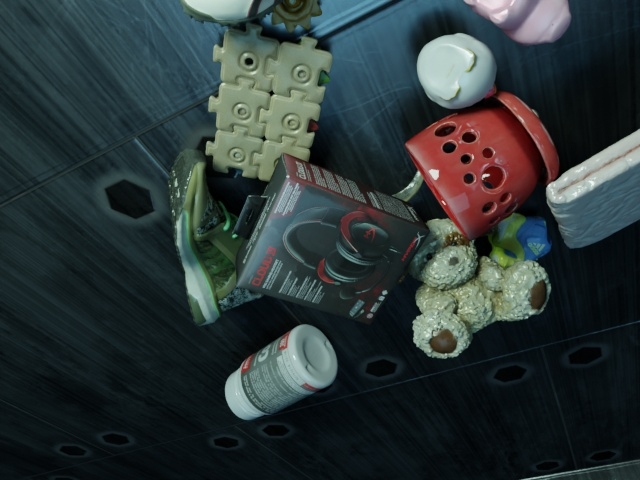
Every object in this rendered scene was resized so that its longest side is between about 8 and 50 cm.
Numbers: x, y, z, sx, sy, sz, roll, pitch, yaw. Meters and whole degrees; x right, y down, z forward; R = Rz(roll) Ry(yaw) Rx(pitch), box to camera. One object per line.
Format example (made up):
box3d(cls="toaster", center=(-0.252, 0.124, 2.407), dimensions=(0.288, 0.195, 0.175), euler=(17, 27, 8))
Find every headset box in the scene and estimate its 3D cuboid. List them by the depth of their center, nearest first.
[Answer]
box3d(cls="headset box", center=(0.000, 0.000, 0.786), dimensions=(0.293, 0.110, 0.218), euler=(20, 115, -20))

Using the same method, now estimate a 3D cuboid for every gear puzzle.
box3d(cls="gear puzzle", center=(-0.077, -0.242, 0.701), dimensions=(0.175, 0.044, 0.339), euler=(10, 130, -8))

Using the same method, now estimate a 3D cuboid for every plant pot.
box3d(cls="plant pot", center=(0.253, -0.121, 0.717), dimensions=(0.174, 0.191, 0.191), euler=(-34, 127, 10))

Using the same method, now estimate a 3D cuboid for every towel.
box3d(cls="towel", center=(0.530, -0.109, 0.731), dimensions=(0.317, 0.053, 0.331), euler=(-35, 150, 21))

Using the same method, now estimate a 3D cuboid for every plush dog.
box3d(cls="plush dog", center=(0.255, 0.064, 0.871), dimensions=(0.262, 0.210, 0.226), euler=(-27, 90, 1))

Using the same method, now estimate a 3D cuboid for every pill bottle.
box3d(cls="pill bottle", center=(-0.108, 0.345, 1.169), dimensions=(0.283, 0.161, 0.161), euler=(-36, 124, 29))

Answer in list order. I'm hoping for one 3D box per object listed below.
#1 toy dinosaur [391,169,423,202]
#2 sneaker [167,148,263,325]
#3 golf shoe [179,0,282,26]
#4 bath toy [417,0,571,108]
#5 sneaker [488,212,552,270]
box3d(cls="toy dinosaur", center=(0.120, -0.038, 0.883), dimensions=(0.268, 0.064, 0.118), euler=(-33, 119, 22))
box3d(cls="sneaker", center=(-0.185, -0.006, 0.877), dimensions=(0.181, 0.158, 0.410), euler=(-12, 139, -16))
box3d(cls="golf shoe", center=(-0.053, -0.346, 0.530), dimensions=(0.272, 0.105, 0.120), euler=(-17, 176, 8))
box3d(cls="bath toy", center=(0.270, -0.319, 0.581), dimensions=(0.129, 0.151, 0.348), euler=(-20, 153, -49))
box3d(cls="sneaker", center=(0.409, 0.044, 0.943), dimensions=(0.126, 0.091, 0.240), euler=(-6, 132, 4))
